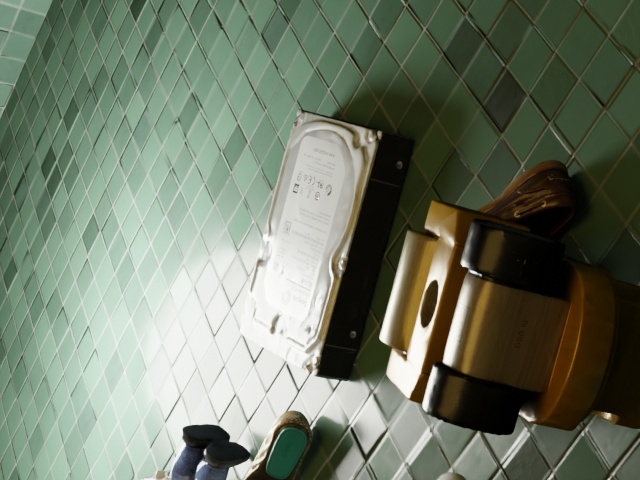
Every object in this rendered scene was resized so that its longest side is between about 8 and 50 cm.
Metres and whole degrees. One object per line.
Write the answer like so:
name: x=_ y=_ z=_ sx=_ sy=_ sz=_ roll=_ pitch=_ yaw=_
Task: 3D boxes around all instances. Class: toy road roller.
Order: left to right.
toy road roller: x=0.216 y=0.091 z=1.485 sx=0.329 sy=0.240 sz=0.203 roll=-147 pitch=71 yaw=-76

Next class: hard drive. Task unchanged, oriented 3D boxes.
hard drive: x=0.000 y=0.000 z=1.980 sx=0.237 sy=0.064 sz=0.339 roll=24 pitch=101 yaw=58

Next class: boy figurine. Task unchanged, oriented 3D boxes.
boy figurine: x=-0.196 y=0.421 z=2.117 sx=0.177 sy=0.092 sz=0.285 roll=32 pitch=110 yaw=37

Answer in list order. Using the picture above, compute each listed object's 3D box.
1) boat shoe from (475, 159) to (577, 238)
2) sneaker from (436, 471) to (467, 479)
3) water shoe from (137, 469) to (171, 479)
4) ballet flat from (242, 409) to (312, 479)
boat shoe: x=0.208 y=-0.006 z=1.633 sx=0.207 sy=0.073 sz=0.073 roll=-45 pitch=40 yaw=35
sneaker: x=0.143 y=0.381 z=1.624 sx=0.095 sy=0.090 sz=0.235 roll=-133 pitch=52 yaw=-81
water shoe: x=-0.260 y=0.411 z=2.261 sx=0.203 sy=0.073 sz=0.080 roll=-27 pitch=79 yaw=56
ballet flat: x=-0.065 y=0.319 z=1.988 sx=0.206 sy=0.073 sz=0.067 roll=-59 pitch=9 yaw=23
